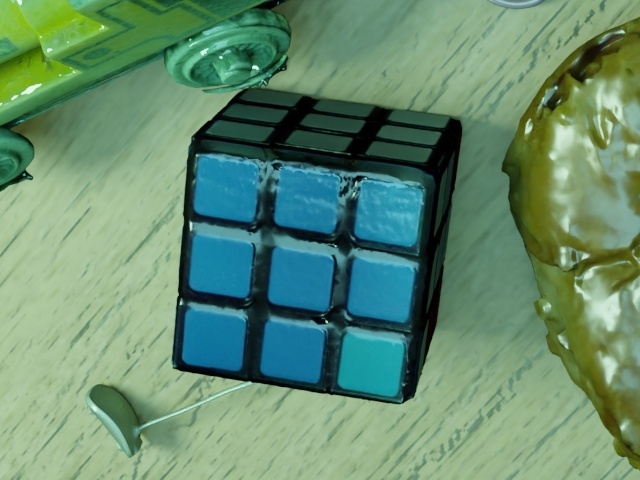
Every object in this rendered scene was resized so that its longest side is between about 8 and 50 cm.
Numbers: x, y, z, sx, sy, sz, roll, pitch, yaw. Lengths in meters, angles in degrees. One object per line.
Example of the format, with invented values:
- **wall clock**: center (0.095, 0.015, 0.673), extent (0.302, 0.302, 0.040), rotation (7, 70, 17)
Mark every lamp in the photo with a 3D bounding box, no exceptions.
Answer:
- **lamp**: center (-0.071, 0.095, 1.342), extent (0.198, 0.050, 0.056), rotation (-25, 101, 16)

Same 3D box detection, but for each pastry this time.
- **pastry**: center (0.255, 0.003, 1.198), extent (0.255, 0.162, 0.311), rotation (-11, 95, 24)

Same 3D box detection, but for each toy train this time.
- **toy train**: center (-0.185, -0.140, 1.176), extent (0.369, 0.237, 0.150), rotation (-23, 76, 16)

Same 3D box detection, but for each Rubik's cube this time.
- **Rubik's cube**: center (0.000, 0.000, 1.242), extent (0.160, 0.163, 0.162), rotation (9, 107, 7)

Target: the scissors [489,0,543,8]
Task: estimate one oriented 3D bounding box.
- **scissors**: center (0.187, -0.178, 1.227), extent (0.176, 0.022, 0.085), rotation (16, 106, 8)
